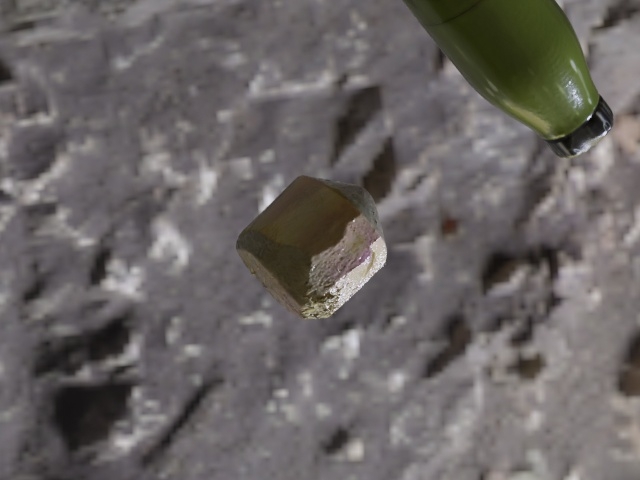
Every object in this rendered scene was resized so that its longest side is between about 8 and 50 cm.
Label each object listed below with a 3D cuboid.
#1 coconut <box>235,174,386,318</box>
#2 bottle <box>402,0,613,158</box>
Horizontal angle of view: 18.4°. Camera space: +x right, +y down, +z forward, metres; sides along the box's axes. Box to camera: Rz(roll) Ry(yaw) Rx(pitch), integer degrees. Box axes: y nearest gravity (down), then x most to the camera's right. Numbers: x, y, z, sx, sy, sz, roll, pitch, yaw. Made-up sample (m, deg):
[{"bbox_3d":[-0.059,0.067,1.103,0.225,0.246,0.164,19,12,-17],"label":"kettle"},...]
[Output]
[{"bbox_3d":[0.000,0.000,1.760,0.122,0.116,0.116,-45,128,-12],"label":"coconut"},{"bbox_3d":[0.180,-0.185,1.850,0.260,0.112,0.112,47,47,-27],"label":"bottle"}]
